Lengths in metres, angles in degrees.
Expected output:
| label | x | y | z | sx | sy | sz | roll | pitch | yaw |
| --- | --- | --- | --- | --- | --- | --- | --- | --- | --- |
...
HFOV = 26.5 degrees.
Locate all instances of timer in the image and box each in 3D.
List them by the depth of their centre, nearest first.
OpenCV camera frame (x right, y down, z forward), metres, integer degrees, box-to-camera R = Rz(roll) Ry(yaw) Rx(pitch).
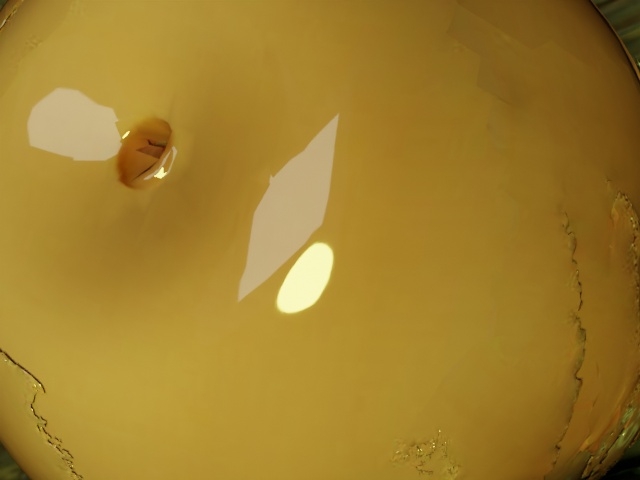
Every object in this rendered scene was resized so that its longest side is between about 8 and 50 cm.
| label | x | y | z | sx | sy | sz | roll | pitch | yaw |
| --- | --- | --- | --- | --- | --- | --- | --- | --- | --- |
| timer | 0.000 | 0.000 | 0.437 | 0.229 | 0.215 | 0.230 | -9 | 71 | 28 |
